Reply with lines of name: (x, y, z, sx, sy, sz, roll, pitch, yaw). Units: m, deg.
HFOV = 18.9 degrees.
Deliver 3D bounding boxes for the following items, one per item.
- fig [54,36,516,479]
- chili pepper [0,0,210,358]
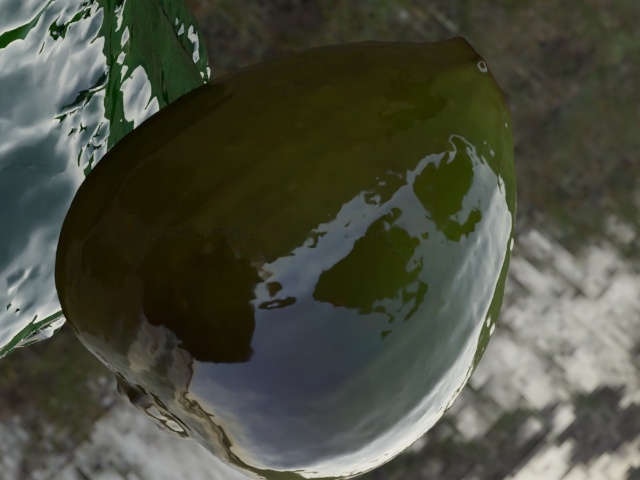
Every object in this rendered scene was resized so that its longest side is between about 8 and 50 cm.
fig: (0.000, 0.000, 0.338, 0.088, 0.074, 0.074, -43, 160, -5)
chili pepper: (-0.136, -0.025, 0.507, 0.385, 0.213, 0.167, 98, 1, -62)
